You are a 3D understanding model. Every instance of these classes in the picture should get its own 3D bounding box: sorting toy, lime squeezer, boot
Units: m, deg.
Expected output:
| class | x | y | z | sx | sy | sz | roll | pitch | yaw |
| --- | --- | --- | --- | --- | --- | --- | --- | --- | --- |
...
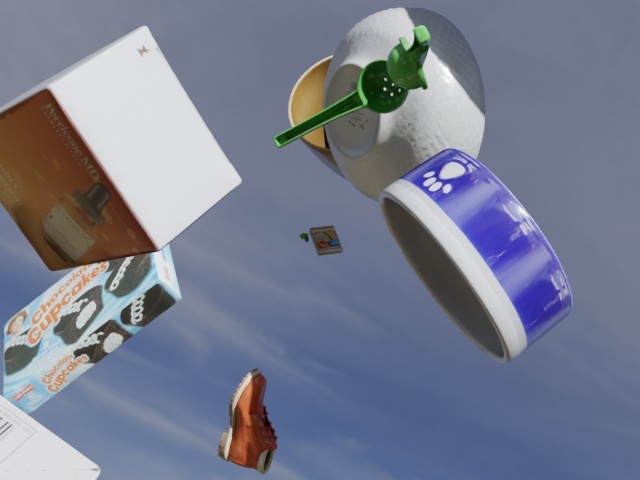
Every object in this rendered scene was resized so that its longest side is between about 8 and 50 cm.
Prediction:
| class | x | y | z | sx | sy | sz | roll | pitch | yaw |
| --- | --- | --- | --- | --- | --- | --- | --- | --- | --- |
| sorting toy | 0.000 | 0.000 | 1.702 | 0.083 | 0.062 | 0.012 | -7 | -26 | -26 |
| lime squeezer | 0.057 | -0.165 | 0.857 | 0.110 | 0.059 | 0.310 | -7 | -7 | -26 |
| boot | -0.091 | 0.265 | 1.249 | 0.084 | 0.059 | 0.158 | 23 | -68 | 24 |

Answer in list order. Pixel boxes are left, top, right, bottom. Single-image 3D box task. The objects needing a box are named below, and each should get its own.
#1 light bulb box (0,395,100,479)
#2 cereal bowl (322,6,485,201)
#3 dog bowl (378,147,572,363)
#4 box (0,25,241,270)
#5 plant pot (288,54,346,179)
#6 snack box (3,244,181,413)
| class | x | y | z | sx | sy | sz | roll | pitch | yaw |
| --- | --- | --- | --- | --- | --- | --- | --- | --- | --- |
| light bulb box | -0.522 | 0.359 | 1.064 | 0.358 | 0.225 | 0.361 | 34 | -59 | 6 |
| cereal bowl | 0.106 | -0.216 | 1.424 | 0.141 | 0.339 | 0.339 | -10 | -12 | -32 |
| dog bowl | 0.190 | 0.019 | 1.076 | 0.265 | 0.104 | 0.265 | 54 | -6 | 8 |
| box | -0.166 | -0.059 | 0.627 | 0.170 | 0.091 | 0.130 | -10 | -62 | 48 |
| plant pot | 0.084 | -0.220 | 1.776 | 0.237 | 0.237 | 0.254 | 10 | -23 | 22 |
| snack box | -0.376 | 0.115 | 1.385 | 0.322 | 0.187 | 0.060 | -37 | -52 | 8 |
